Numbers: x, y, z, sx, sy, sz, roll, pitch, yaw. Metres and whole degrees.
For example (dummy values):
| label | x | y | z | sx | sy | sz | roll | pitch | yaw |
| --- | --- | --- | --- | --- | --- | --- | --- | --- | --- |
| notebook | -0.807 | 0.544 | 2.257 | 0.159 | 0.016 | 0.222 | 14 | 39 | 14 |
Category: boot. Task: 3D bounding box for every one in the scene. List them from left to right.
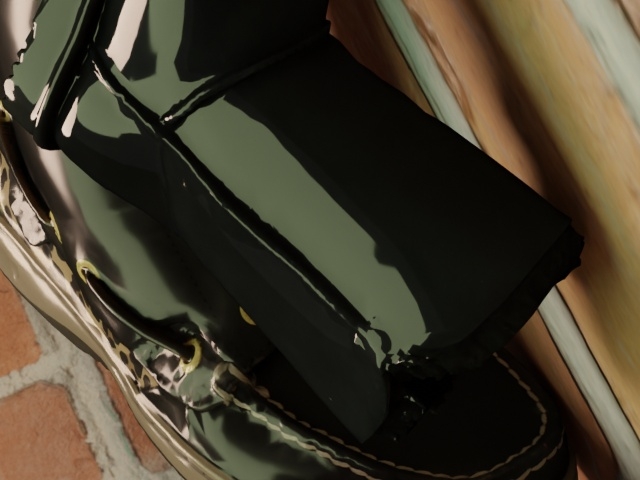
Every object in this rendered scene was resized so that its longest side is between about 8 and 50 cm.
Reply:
| label | x | y | z | sx | sy | sz | roll | pitch | yaw |
| --- | --- | --- | --- | --- | --- | --- | --- | --- | --- |
| boot | -0.039 | -0.049 | 0.832 | 0.377 | 0.138 | 0.284 | 38 | 142 | 39 |
| boot | 0.012 | -0.062 | 0.655 | 0.207 | 0.094 | 0.246 | 40 | 131 | 9 |
